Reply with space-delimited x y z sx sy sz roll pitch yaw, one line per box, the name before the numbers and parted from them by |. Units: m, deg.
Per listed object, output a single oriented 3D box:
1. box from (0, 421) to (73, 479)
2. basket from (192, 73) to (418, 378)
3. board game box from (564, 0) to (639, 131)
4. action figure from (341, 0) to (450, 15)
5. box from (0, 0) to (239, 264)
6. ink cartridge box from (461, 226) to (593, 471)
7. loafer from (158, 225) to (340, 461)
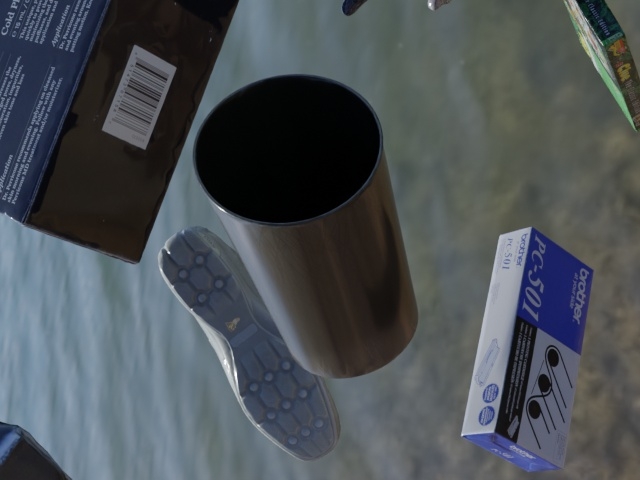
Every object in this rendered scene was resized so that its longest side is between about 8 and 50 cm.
box | -0.244 0.220 0.600 0.395 0.293 0.212 6 51 40
basket | 0.000 0.000 1.052 0.204 0.154 0.227 58 171 47
board game box | 0.305 -0.218 1.310 0.030 0.259 0.136 -32 67 11
action figure | 0.163 -0.328 1.154 0.178 0.341 0.330 -56 10 -34
box | -0.297 -0.191 1.322 0.312 0.179 0.343 20 87 36
ink cartridge box | 0.196 0.101 1.128 0.046 0.097 0.207 -17 51 48
loafer | -0.076 0.119 1.460 0.112 0.111 0.319 -32 88 11
